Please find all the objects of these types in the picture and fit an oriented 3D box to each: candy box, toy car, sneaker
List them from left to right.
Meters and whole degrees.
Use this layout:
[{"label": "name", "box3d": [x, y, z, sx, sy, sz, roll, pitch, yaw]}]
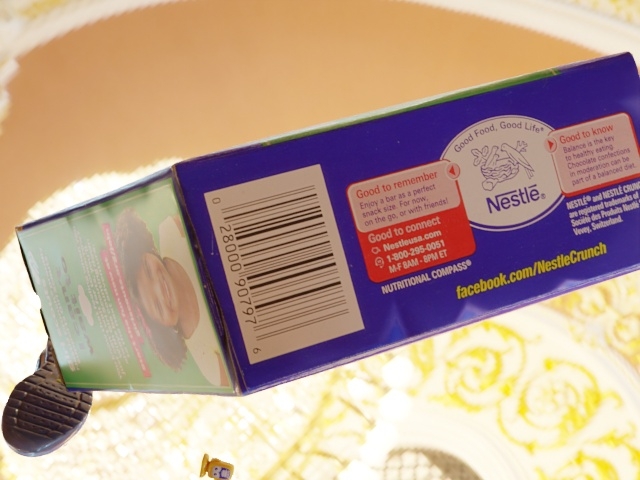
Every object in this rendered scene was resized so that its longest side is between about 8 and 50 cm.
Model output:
[{"label": "sneaker", "box3d": [-0.185, 0.116, 1.027, 0.144, 0.053, 0.059, -72, -173, -69]}, {"label": "toy car", "box3d": [-0.097, 0.250, 1.299, 0.040, 0.060, 0.122, 12, -92, 3]}, {"label": "candy box", "box3d": [0.000, 0.000, 0.859, 0.268, 0.122, 0.317, -15, 180, -25]}]
